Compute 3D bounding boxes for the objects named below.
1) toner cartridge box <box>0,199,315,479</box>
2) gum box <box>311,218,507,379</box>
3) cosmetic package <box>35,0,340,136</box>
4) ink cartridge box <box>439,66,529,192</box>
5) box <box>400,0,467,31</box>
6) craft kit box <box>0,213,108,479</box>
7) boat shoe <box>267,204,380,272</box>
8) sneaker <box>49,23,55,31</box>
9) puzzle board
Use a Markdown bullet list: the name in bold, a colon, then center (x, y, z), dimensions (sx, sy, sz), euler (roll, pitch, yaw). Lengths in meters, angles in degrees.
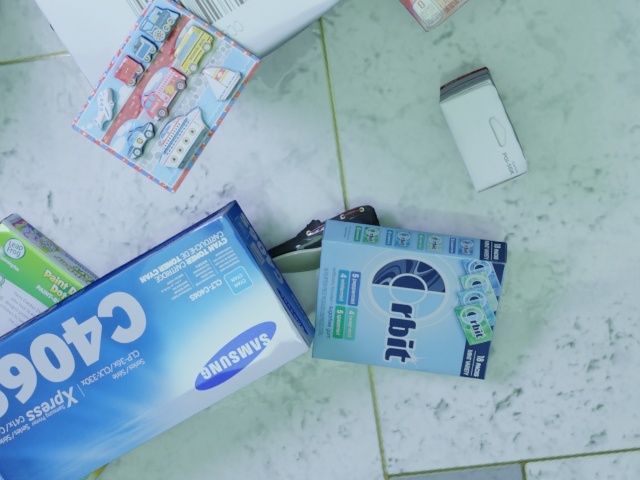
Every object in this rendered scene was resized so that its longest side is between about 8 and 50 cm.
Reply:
- **toner cartridge box**: center (-0.195, 0.117, 1.456), dimensions (0.347, 0.075, 0.165), euler (-30, 98, 10)
- **gum box**: center (0.088, 0.063, 1.462), dimensions (0.184, 0.041, 0.157), euler (7, 126, 2)
- **cosmetic package**: center (-0.091, -0.232, 1.270), dimensions (0.217, 0.385, 0.156), euler (-31, 100, 9)
- **ink cartridge box**: center (0.159, -0.110, 1.401), dimensions (0.056, 0.135, 0.099), euler (-23, 99, 10)
- **box**: center (0.169, -0.347, 1.342), dimensions (0.300, 0.154, 0.142), euler (-40, 96, 12)
- **craft kit box**: center (-0.307, 0.142, 1.535), dimensions (0.250, 0.061, 0.247), euler (39, 105, -4)
- **boat shoe**: center (0.001, 0.001, 1.487), dimensions (0.133, 0.049, 0.042), euler (-19, 65, 18)
- **sneaker**: center (-0.241, -0.229, 1.466), dimensions (0.083, 0.031, 0.035), euler (7, 116, 7)
- **puzzle board**: center (-0.120, -0.112, 1.097), dimensions (0.096, 0.011, 0.128), euler (33, 105, -6)
